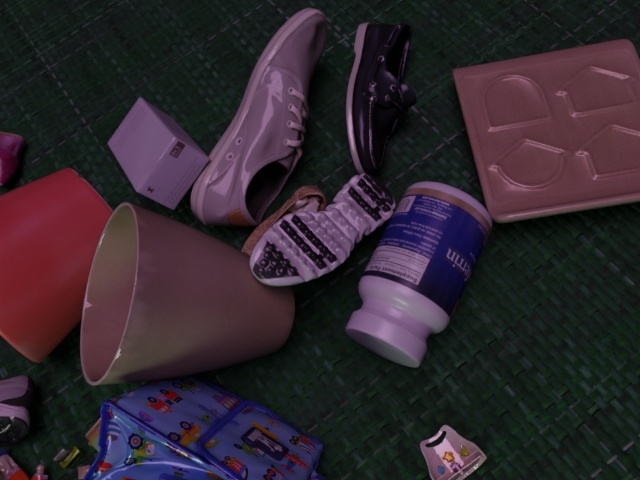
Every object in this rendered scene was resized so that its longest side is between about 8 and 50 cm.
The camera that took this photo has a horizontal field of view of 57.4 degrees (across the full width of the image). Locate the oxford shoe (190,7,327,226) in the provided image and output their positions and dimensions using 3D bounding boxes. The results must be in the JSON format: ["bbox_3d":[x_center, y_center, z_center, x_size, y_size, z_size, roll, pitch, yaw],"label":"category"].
[{"bbox_3d":[-0.077,-0.213,1.063,0.130,0.169,0.449,22,79,20],"label":"oxford shoe"}]

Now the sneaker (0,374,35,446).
[{"bbox_3d":[-0.599,0.291,0.977,0.272,0.100,0.108,-11,42,8],"label":"sneaker"}]

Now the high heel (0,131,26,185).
[{"bbox_3d":[-0.733,-0.168,1.190,0.244,0.082,0.117,7,58,-2],"label":"high heel"}]

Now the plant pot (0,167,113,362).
[{"bbox_3d":[-0.462,0.024,0.981,0.275,0.275,0.243,39,67,21],"label":"plant pot"}]

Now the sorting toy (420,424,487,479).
[{"bbox_3d":[0.189,0.317,0.864,0.083,0.045,0.075,-34,59,-6],"label":"sorting toy"}]

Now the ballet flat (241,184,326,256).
[{"bbox_3d":[-0.064,-0.017,1.021,0.206,0.073,0.067,-53,26,-13],"label":"ballet flat"}]

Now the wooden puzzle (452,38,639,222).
[{"bbox_3d":[0.422,-0.189,1.026,0.322,0.080,0.347,-9,62,5],"label":"wooden puzzle"}]

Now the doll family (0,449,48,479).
[{"bbox_3d":[-0.524,0.451,0.872,0.163,0.118,0.263,32,75,19],"label":"doll family"}]

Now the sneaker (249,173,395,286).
[{"bbox_3d":[0.000,0.000,0.934,0.292,0.118,0.110,-31,81,-39],"label":"sneaker"}]

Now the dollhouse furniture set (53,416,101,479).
[{"bbox_3d":[-0.370,0.347,0.926,0.076,0.058,0.151,36,77,20],"label":"dollhouse furniture set"}]

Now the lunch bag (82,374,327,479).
[{"bbox_3d":[-0.135,0.305,0.814,0.293,0.221,0.138,17,92,10],"label":"lunch bag"}]

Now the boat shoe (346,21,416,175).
[{"bbox_3d":[0.121,-0.271,1.077,0.113,0.127,0.340,-4,57,20],"label":"boat shoe"}]

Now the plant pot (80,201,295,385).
[{"bbox_3d":[-0.186,0.097,0.884,0.274,0.256,0.256,14,62,-32],"label":"plant pot"}]

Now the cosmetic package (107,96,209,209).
[{"bbox_3d":[-0.298,-0.162,1.058,0.117,0.085,0.231,-52,43,8],"label":"cosmetic package"}]

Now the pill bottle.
[{"bbox_3d":[0.152,0.053,0.919,0.153,0.153,0.264,23,73,17],"label":"pill bottle"}]
